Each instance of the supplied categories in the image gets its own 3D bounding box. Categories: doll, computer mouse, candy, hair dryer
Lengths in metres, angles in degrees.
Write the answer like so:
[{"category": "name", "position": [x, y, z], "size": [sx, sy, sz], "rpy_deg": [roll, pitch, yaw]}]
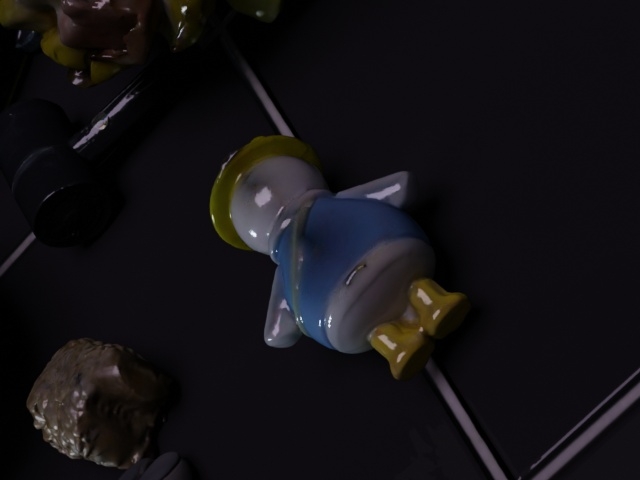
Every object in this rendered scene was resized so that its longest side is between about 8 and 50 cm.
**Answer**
[{"category": "doll", "position": [0.001, 0.000, 1.247], "size": [0.241, 0.099, 0.135], "rpy_deg": [43, 126, 43]}, {"category": "computer mouse", "position": [-0.130, 0.192, 1.304], "size": [0.066, 0.039, 0.096], "rpy_deg": [-16, 42, 29]}, {"category": "candy", "position": [-0.171, 0.124, 1.365], "size": [0.110, 0.085, 0.095], "rpy_deg": [18, 77, 54]}, {"category": "hair dryer", "position": [-0.172, -0.106, 1.460], "size": [0.219, 0.071, 0.124], "rpy_deg": [-41, 51, 13]}]

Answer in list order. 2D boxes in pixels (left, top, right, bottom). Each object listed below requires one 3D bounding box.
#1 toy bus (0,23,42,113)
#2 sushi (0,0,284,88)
[{"category": "toy bus", "position": [-0.342, -0.173, 1.582], "size": [0.150, 0.128, 0.262], "rpy_deg": [18, 87, 43]}, {"category": "sushi", "position": [-0.129, -0.308, 1.373], "size": [0.329, 0.285, 0.328], "rpy_deg": [-31, 52, -20]}]
